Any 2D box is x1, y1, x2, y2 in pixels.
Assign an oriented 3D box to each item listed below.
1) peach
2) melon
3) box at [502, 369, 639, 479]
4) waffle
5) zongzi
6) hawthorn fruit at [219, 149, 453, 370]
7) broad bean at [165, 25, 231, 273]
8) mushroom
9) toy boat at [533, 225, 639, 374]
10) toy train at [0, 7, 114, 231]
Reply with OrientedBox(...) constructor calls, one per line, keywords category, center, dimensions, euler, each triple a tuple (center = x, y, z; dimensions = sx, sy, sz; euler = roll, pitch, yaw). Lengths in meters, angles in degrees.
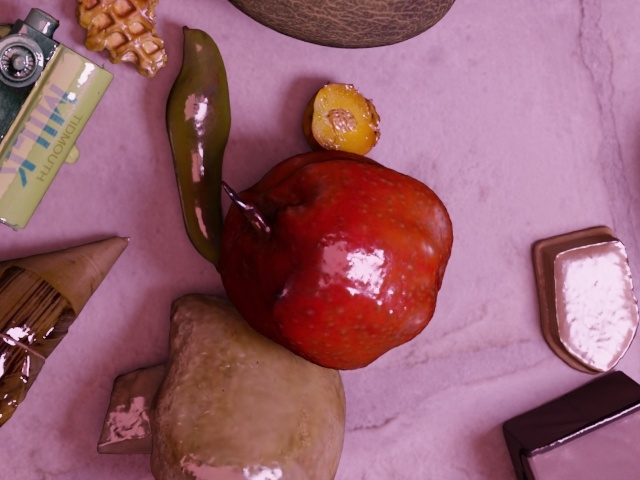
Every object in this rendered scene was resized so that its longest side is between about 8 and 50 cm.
OrientedBox(category="peach", center=(0.021, -0.138, 1.588), dimensions=(0.098, 0.061, 0.098), euler=(3, 83, -27))
OrientedBox(category="melon", center=(0.014, -0.334, 1.467), dimensions=(0.302, 0.237, 0.237), euler=(10, 96, -12))
OrientedBox(category="box", center=(0.353, 0.318, 1.665), dimensions=(0.188, 0.153, 0.252), euler=(-23, 102, -4))
OrientedBox(category="waffle", center=(-0.196, -0.290, 1.533), dimensions=(0.149, 0.051, 0.194), euler=(21, 94, -11))
OrientedBox(category="zongzi", center=(-0.408, 0.043, 1.521), dimensions=(0.274, 0.145, 0.300), euler=(36, 73, -6))
OrientedBox(category="hawthorn fruit", center=(0.000, 0.000, 1.488), dimensions=(0.254, 0.254, 0.300), euler=(-50, 127, 0))
OrientedBox(category="broad bean", center=(-0.137, -0.090, 1.569), dimensions=(0.075, 0.067, 0.325), euler=(-4, 103, 5))
OrientedBox(category="mushroom", center=(-0.097, 0.193, 1.553), dimensions=(0.292, 0.212, 0.217), euler=(19, 102, -5))
OrientedBox(category="toy boat", center=(0.338, 0.085, 1.674), dimensions=(0.116, 0.061, 0.188), euler=(-13, 100, -8))
OrientedBox(category="toy train", center=(-0.342, -0.130, 1.514), dimensions=(0.157, 0.105, 0.253), euler=(30, 92, -27))
